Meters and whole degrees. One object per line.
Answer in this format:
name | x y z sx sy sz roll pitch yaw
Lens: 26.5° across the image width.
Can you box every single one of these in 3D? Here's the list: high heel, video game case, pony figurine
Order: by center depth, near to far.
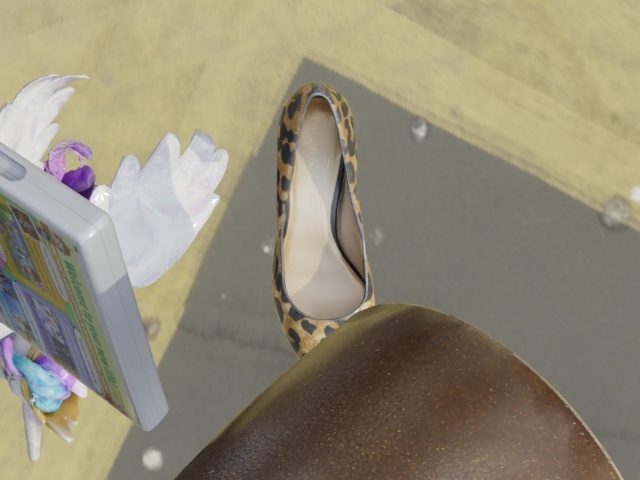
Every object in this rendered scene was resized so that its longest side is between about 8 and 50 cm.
video game case | -0.173 0.003 0.747 0.193 0.212 0.023 33 64 21
high heel | 0.000 0.000 1.181 0.093 0.186 0.261 -5 68 -2
pony figurine | -0.299 -0.002 1.355 0.302 0.363 0.351 21 94 -50

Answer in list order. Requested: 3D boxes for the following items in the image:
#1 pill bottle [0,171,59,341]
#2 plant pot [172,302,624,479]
pill bottle | -0.256 0.027 0.964 0.180 0.108 0.108 -31 114 -25
plant pot | -0.012 0.172 0.571 0.230 0.215 0.215 -29 115 -31
